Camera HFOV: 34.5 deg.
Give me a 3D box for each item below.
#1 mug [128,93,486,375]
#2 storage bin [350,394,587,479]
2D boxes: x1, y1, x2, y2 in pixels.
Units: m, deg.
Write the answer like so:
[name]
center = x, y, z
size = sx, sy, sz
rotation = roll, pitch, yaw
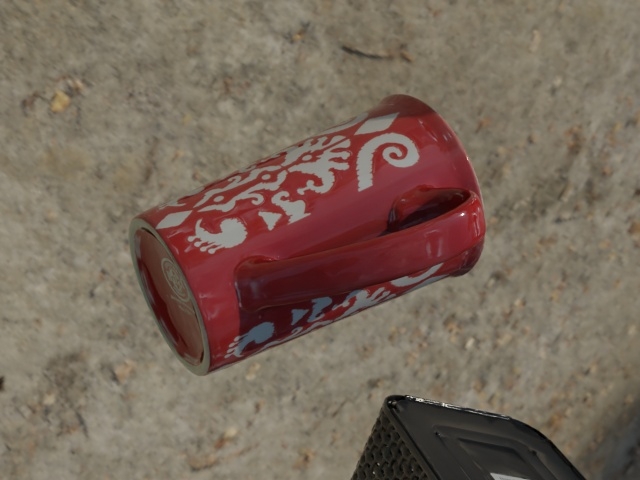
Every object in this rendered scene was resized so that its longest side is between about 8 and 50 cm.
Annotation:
[mug]
center = -0.005, -0.008, 0.552
size = 0.169, 0.113, 0.150
rotation = -23, 168, -23
[storage bin]
center = 0.099, 0.173, 0.583
size = 0.122, 0.180, 0.084
rotation = 15, 105, -24
